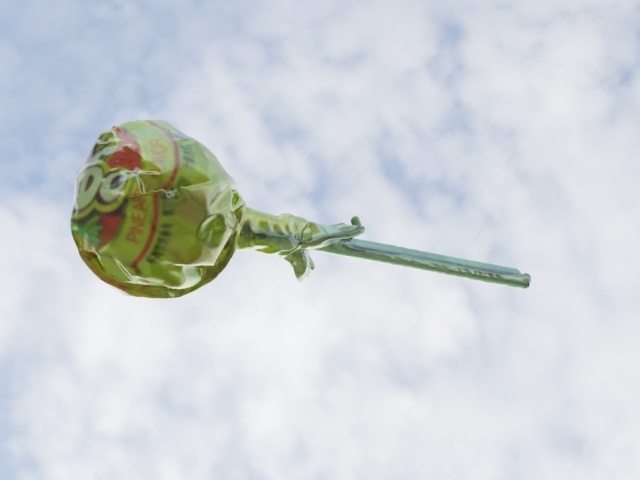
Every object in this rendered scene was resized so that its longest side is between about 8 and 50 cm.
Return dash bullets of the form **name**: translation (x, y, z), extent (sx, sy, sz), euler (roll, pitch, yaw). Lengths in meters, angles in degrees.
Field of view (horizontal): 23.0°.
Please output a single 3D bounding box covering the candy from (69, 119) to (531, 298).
- **candy**: translation (-0.002, 0.001, 0.770), extent (0.073, 0.262, 0.077), euler (42, -64, 53)
